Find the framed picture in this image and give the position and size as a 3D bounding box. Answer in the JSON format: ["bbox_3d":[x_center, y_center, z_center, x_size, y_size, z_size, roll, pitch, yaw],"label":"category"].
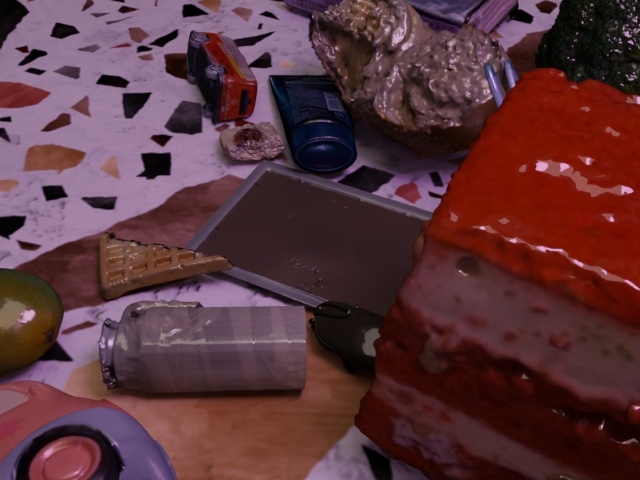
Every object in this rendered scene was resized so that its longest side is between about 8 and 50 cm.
[{"bbox_3d":[0.000,0.000,0.942,0.273,0.016,0.216,20,45,18],"label":"framed picture"}]

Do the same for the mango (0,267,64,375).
[{"bbox_3d":[-0.355,0.088,0.784,0.191,0.086,0.122,-10,53,0],"label":"mango"}]

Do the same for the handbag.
[{"bbox_3d":[0.036,0.097,0.811,0.111,0.047,0.072,23,62,25],"label":"handbag"}]

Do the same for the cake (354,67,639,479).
[{"bbox_3d":[0.208,0.063,0.657,0.269,0.320,0.270,23,45,19],"label":"cake"}]

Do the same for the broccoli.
[{"bbox_3d":[0.463,-0.280,1.105,0.283,0.321,0.304,31,52,-14],"label":"broccoli"}]

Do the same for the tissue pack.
[{"bbox_3d":[0.143,-0.447,1.365,0.361,0.122,0.259,27,51,22],"label":"tissue pack"}]

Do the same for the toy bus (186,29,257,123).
[{"bbox_3d":[-0.149,-0.250,1.168,0.077,0.079,0.174,-6,41,-21],"label":"toy bus"}]

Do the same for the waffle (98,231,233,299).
[{"bbox_3d":[-0.179,0.013,0.896,0.152,0.023,0.098,-13,45,-1],"label":"waffle"}]

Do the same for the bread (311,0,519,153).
[{"bbox_3d":[0.131,-0.216,1.071,0.314,0.192,0.171,37,95,31],"label":"bread"}]

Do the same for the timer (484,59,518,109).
[{"bbox_3d":[0.262,-0.068,0.858,0.175,0.256,0.175,0,13,0],"label":"timer"}]

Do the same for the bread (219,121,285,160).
[{"bbox_3d":[-0.095,-0.136,1.070,0.083,0.035,0.070,-13,34,-12],"label":"bread"}]

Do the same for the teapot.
[{"bbox_3d":[-0.114,0.097,0.785,0.200,0.077,0.107,-1,39,-4],"label":"teapot"}]

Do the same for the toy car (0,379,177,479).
[{"bbox_3d":[-0.254,0.216,0.584,0.270,0.181,0.212,-30,42,-30],"label":"toy car"}]

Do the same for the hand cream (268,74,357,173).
[{"bbox_3d":[-0.008,-0.186,1.119,0.120,0.061,0.271,-2,36,-6],"label":"hand cream"}]
